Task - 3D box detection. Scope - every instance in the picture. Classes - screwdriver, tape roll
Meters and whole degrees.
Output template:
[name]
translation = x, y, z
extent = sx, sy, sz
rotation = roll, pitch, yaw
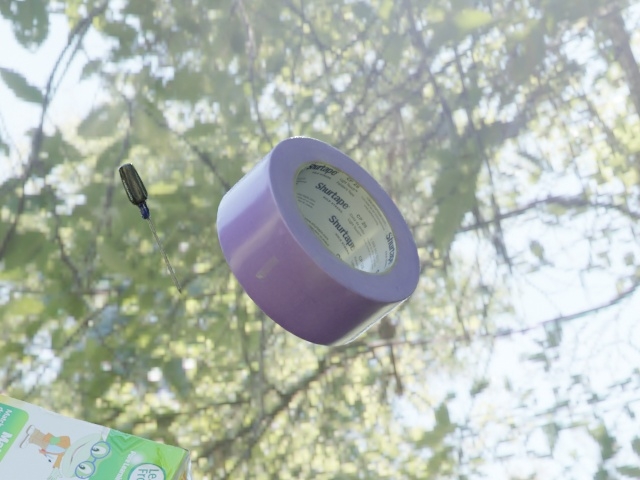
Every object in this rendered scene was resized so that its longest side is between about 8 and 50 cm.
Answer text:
[screwdriver]
translation = -0.203, -0.013, 1.397
extent = 0.025, 0.170, 0.024
rotation = -21, -4, 22
[tape roll]
translation = 0.000, 0.000, 1.107
extent = 0.189, 0.189, 0.080
rotation = 24, -50, -34

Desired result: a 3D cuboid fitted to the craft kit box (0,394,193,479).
[craft kit box]
translation = -0.234, 0.195, 0.675
extent = 0.246, 0.250, 0.061
rotation = 13, -44, 17
